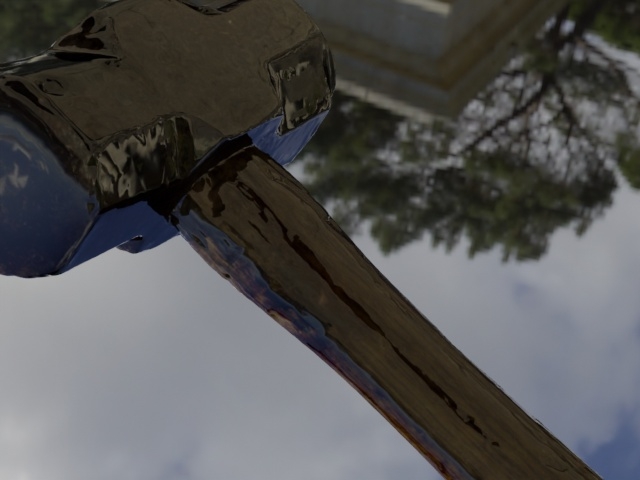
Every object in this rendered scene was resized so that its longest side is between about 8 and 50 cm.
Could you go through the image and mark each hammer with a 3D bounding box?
[{"bbox_3d":[0.025,0.053,0.629,0.409,0.095,0.242,46,-150,4],"label":"hammer"}]
